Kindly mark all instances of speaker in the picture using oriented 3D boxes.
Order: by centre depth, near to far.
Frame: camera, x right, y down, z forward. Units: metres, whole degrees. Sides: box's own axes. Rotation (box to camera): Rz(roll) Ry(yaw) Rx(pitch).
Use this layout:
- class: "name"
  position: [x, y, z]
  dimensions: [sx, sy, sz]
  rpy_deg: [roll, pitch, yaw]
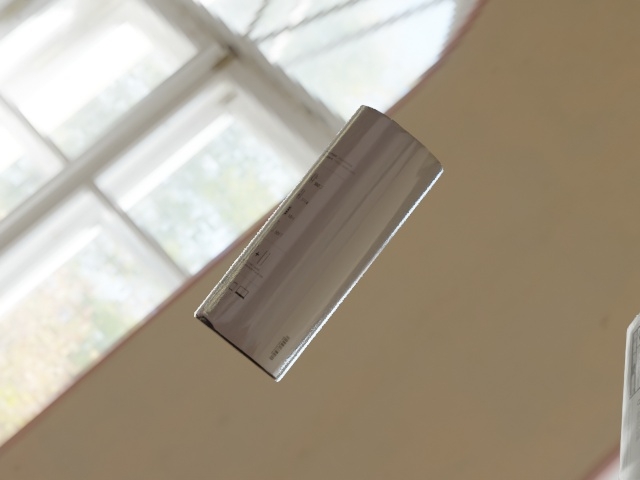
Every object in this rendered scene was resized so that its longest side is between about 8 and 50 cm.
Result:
- class: "speaker"
  position: [0.000, 0.000, 0.825]
  dimensions: [0.055, 0.136, 0.055]
  rpy_deg: [37, -6, 4]

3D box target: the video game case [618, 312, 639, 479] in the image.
- class: "video game case"
  position: [0.263, 0.071, 0.972]
  dimensions: [0.061, 0.269, 0.244]
  rpy_deg: [26, -52, -8]
